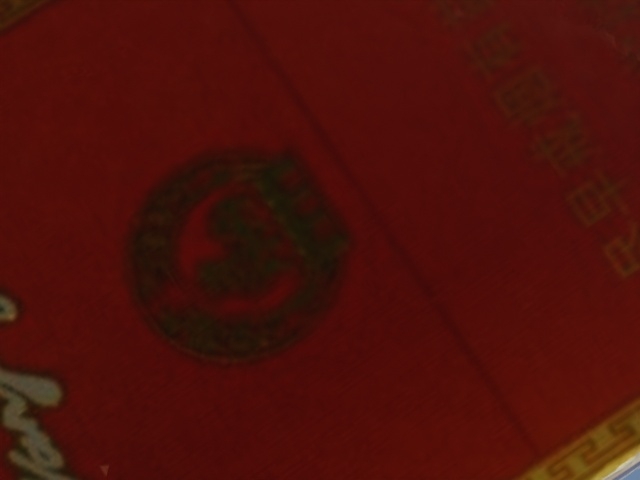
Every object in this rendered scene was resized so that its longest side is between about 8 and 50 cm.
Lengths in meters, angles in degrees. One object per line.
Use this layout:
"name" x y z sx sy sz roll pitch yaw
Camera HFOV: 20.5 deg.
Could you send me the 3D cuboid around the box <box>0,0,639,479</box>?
"box" 0.000 0.000 0.367 0.240 0.074 0.153 -33 -98 -4
